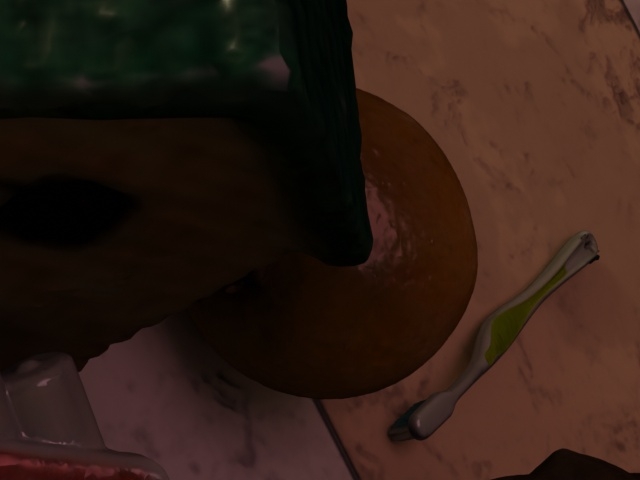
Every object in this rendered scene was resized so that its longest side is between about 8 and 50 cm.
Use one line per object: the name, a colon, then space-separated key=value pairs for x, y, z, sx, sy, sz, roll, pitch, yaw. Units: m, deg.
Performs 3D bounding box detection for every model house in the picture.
model house: x=-0.127 y=-0.171 z=0.571 sx=0.335 sy=0.343 sz=0.382 roll=16 pitch=58 yaw=-42

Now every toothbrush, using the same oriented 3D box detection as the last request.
toothbrush: x=0.111 y=0.049 z=0.940 sx=0.263 sy=0.026 sz=0.022 roll=-37 pitch=103 yaw=-50

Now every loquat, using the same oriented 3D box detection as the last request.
loquat: x=0.000 y=0.000 z=0.765 sx=0.163 sy=0.137 sz=0.163 roll=8 pitch=79 yaw=-46

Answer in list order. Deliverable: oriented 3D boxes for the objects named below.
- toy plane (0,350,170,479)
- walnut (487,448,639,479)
toy plane: x=-0.154 y=0.135 z=0.516 sx=0.252 sy=0.118 sz=0.252 roll=0 pitch=90 yaw=-30
walnut: x=0.128 y=0.206 z=0.744 sx=0.224 sy=0.224 sz=0.224 roll=25 pitch=52 yaw=-36
